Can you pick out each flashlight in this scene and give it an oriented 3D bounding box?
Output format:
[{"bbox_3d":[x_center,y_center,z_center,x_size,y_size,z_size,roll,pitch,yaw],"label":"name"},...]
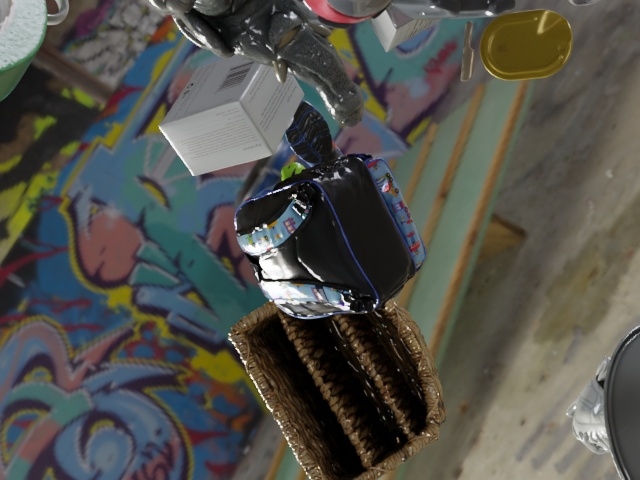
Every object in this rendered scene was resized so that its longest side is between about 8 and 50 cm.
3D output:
[{"bbox_3d":[0.055,-0.201,0.726,0.103,0.103,0.304,-47,24,-4],"label":"flashlight"}]

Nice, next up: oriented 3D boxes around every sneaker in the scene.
[{"bbox_3d":[-0.008,-0.172,1.865,0.083,0.221,0.087,-34,26,-2],"label":"sneaker"},{"bbox_3d":[0.423,0.263,1.410,0.118,0.110,0.292,-42,3,8],"label":"sneaker"}]

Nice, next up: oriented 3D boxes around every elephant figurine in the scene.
[{"bbox_3d":[-0.071,-0.223,0.920,0.239,0.169,0.186,50,-145,-59],"label":"elephant figurine"}]

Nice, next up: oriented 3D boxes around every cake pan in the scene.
[{"bbox_3d":[0.473,0.233,1.232,0.054,0.293,0.293,-35,24,53],"label":"cake pan"}]

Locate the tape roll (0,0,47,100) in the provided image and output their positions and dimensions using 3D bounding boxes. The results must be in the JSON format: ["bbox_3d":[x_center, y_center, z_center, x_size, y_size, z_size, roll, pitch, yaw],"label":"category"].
[{"bbox_3d":[-0.477,-0.289,1.145,0.077,0.321,0.321,-45,15,35],"label":"tape roll"}]

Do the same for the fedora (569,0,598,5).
[{"bbox_3d":[0.585,-0.600,2.160,0.275,0.243,0.124,123,145,-62],"label":"fedora"}]

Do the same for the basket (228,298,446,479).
[{"bbox_3d":[0.047,0.197,1.484,0.213,0.299,0.223,-32,-9,14],"label":"basket"}]

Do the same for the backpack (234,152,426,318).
[{"bbox_3d":[0.000,0.000,1.033,0.117,0.158,0.173,-36,13,-37],"label":"backpack"}]

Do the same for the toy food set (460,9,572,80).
[{"bbox_3d":[0.383,-0.372,1.925,0.071,0.217,0.128,-13,-78,-62],"label":"toy food set"}]

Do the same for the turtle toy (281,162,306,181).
[{"bbox_3d":[-0.011,-0.069,1.540,0.066,0.130,0.095,-3,-45,-47],"label":"turtle toy"}]

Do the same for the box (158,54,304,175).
[{"bbox_3d":[-0.150,-0.225,1.727,0.181,0.119,0.181,-12,36,31],"label":"box"}]

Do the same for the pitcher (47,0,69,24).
[{"bbox_3d":[-0.444,-0.400,1.401,0.125,0.207,0.178,-40,44,41],"label":"pitcher"}]

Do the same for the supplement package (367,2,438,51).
[{"bbox_3d":[0.142,-0.425,1.479,0.203,0.194,0.149,-31,0,-3],"label":"supplement package"}]
